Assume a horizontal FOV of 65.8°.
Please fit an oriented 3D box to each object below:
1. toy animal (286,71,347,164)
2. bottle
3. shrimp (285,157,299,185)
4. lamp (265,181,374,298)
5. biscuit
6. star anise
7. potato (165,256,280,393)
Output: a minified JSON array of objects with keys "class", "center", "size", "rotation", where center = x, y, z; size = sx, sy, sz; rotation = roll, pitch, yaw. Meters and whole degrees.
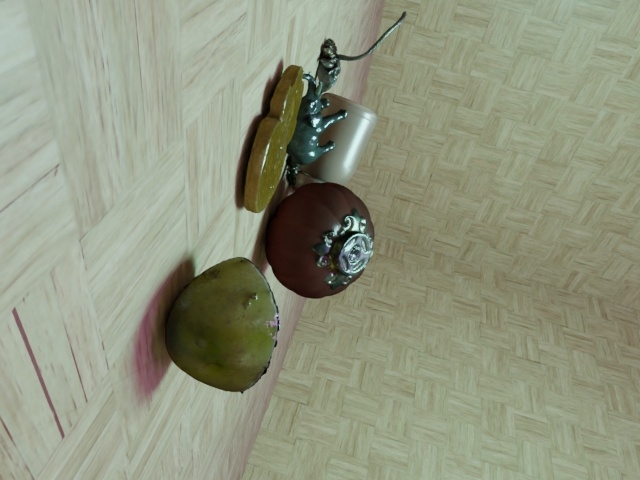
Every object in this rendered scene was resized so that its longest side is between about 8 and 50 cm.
[{"class":"toy animal","center":[-0.013,-0.280,1.128],"size":[0.137,0.082,0.270],"rotation":[-33,152,-34]},{"class":"bottle","center":[0.026,-0.251,1.411],"size":[0.297,0.173,0.206],"rotation":[-68,-155,10]},{"class":"shrimp","center":[-0.068,-0.218,1.245],"size":[0.091,0.034,0.161],"rotation":[55,43,-69]},{"class":"lamp","center":[0.000,0.000,1.274],"size":[0.303,0.256,0.304],"rotation":[-16,116,-38]},{"class":"biscuit","center":[-0.090,-0.191,0.935],"size":[0.202,0.044,0.289],"rotation":[78,26,-82]},{"class":"star anise","center":[0.106,-0.491,1.313],"size":[0.148,0.227,0.219],"rotation":[-15,110,-78]},{"class":"potato","center":[-0.159,0.126,0.701],"size":[0.117,0.182,0.202],"rotation":[-3,135,-47]}]
